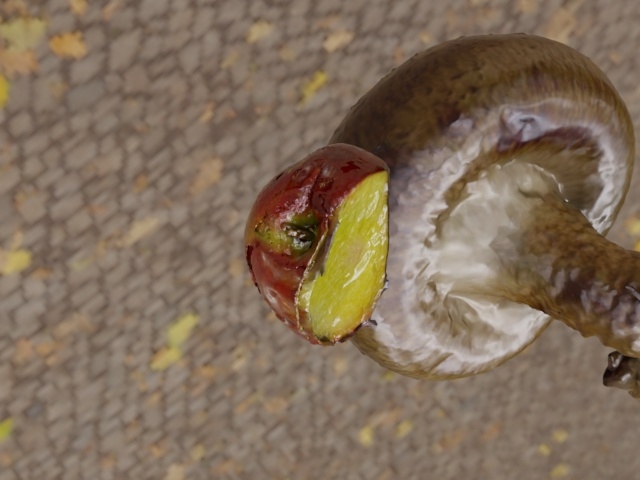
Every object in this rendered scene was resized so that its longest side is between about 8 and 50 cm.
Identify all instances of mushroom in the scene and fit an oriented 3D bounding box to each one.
[{"bbox_3d":[0.164,0.011,1.509,0.334,0.356,0.331,13,134,-42],"label":"mushroom"}]

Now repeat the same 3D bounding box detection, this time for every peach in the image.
[{"bbox_3d":[0.000,0.000,0.649,0.083,0.050,0.077,20,92,-64],"label":"peach"}]
